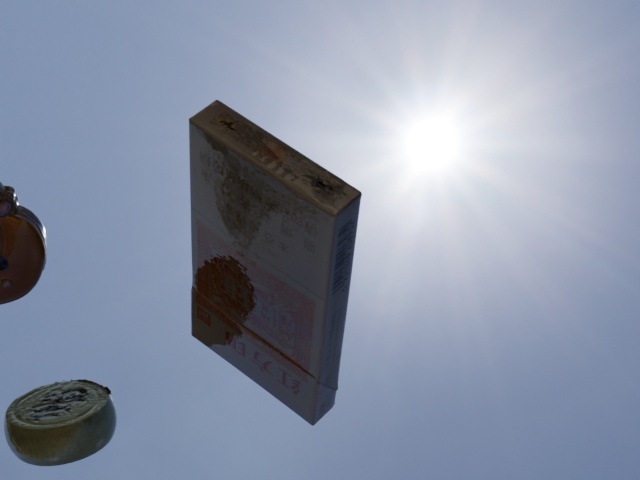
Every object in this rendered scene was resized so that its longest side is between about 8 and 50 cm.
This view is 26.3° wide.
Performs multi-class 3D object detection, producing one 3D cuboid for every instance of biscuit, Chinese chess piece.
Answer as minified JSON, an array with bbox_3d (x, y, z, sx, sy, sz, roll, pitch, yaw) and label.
[{"bbox_3d":[-0.374,0.005,1.466,0.170,0.170,0.050,-36,-145,20],"label":"biscuit"},{"bbox_3d":[-0.334,0.232,1.763,0.144,0.058,0.144,-7,-159,3],"label":"Chinese chess piece"}]

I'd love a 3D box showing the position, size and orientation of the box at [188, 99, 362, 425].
[{"bbox_3d":[-0.059,0.035,1.522,0.205,0.365,0.051,33,-126,23],"label":"box"}]
